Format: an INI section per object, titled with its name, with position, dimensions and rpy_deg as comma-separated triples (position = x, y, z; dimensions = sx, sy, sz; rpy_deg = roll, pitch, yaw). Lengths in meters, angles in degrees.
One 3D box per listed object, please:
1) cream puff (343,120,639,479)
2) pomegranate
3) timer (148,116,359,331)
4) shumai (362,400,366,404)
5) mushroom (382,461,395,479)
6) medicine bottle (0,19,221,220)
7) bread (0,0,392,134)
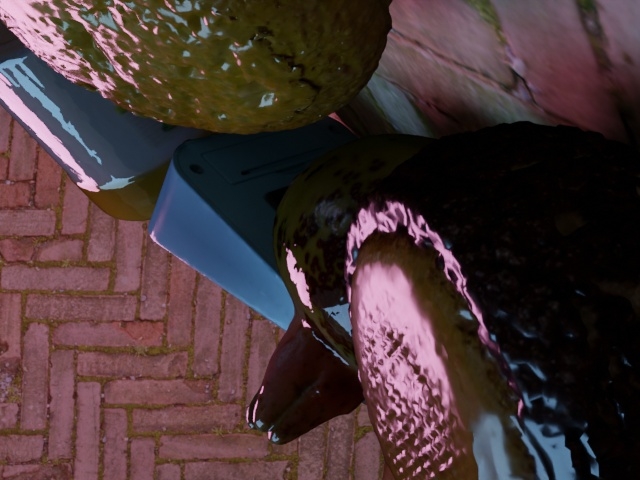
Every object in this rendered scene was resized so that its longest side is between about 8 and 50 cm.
[cream puff]
position = 0.114, 0.055, 0.475
dimensions = 0.239, 0.165, 0.239
rpy_deg = 164, 90, -71
[pomegranate]
position = 0.040, 0.044, 0.686
dimensions = 0.214, 0.248, 0.214
rpy_deg = 45, 174, 6
[timer]
position = 0.000, 0.000, 0.901
dimensions = 0.250, 0.091, 0.232
rpy_deg = 42, -143, 23
[shumai]
position = 0.121, 0.069, 1.099
dimensions = 0.272, 0.203, 0.222
rpy_deg = 21, 143, 4
[mushroom]
position = 0.182, 0.297, 1.407
dimensions = 0.224, 0.314, 0.397
rpy_deg = 45, 171, 34
[medicine bottle]
position = -0.197, -0.177, 0.989
dimensions = 0.238, 0.238, 0.232
rpy_deg = 41, 171, 50
[bread]
position = -0.067, -0.149, 0.507
dimensions = 0.240, 0.139, 0.240
rpy_deg = 20, 164, 6
